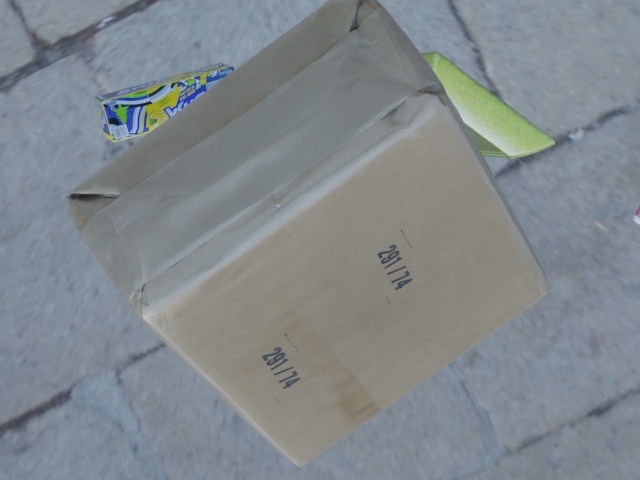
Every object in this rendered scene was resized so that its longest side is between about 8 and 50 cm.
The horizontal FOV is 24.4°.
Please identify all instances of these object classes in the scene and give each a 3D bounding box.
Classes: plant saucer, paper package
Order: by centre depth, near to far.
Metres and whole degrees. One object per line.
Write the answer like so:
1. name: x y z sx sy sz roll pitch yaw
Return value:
1. paper package: 0.000 0.000 1.277 0.309 0.168 0.325 -35 143 3
2. plant saucer: 0.175 -0.158 1.824 0.188 0.188 0.045 35 87 -14

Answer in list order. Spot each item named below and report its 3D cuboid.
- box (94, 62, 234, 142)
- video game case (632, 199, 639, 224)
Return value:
1. box: -0.186 -0.169 1.807 0.169 0.059 0.054 -17 105 -15
2. video game case: 0.367 -0.156 1.292 0.025 0.204 0.285 31 115 7
